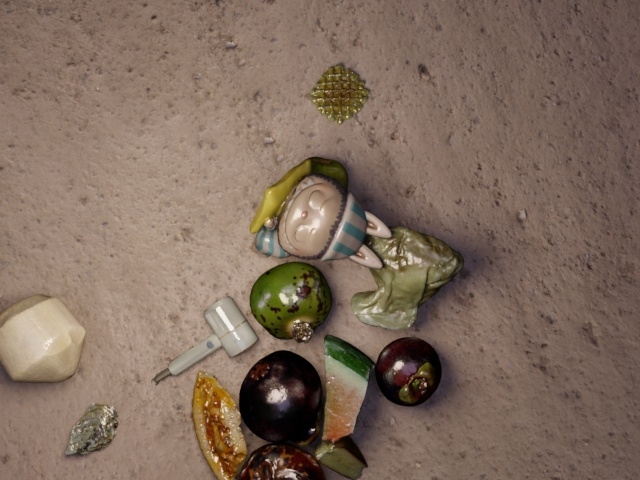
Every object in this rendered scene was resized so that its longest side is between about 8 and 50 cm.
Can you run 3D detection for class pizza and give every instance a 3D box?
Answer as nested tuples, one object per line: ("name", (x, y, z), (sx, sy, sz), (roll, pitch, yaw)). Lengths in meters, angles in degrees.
("pizza", (-0.308, 0.573, 1.829), (0.182, 0.074, 0.365), (-13, 87, 38))

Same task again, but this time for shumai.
("shumai", (0.254, 0.135, 1.830), (0.330, 0.292, 0.288), (9, 69, 31))

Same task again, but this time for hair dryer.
("hair dryer", (-0.385, 0.336, 1.871), (0.357, 0.107, 0.173), (-34, 87, -1))

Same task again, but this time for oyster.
("oyster", (-0.691, 0.582, 1.835), (0.125, 0.064, 0.177), (21, 83, 0))

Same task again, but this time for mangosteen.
("mangosteen", (0.280, 0.403, 1.863), (0.216, 0.216, 0.216), (0, 86, -5))
("mangosteen", (-0.099, 0.488, 1.804), (0.275, 0.275, 0.302), (-42, 113, -7))

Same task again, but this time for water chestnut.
("water chestnut", (-0.117, 0.753, 1.772), (0.300, 0.300, 0.299), (0, 86, -5))

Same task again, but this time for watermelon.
("watermelon", (0.089, 0.437, 1.837), (0.151, 0.264, 0.301), (0, 93, 7))

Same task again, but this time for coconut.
("coconut", (-0.814, 0.298, 1.758), (0.237, 0.237, 0.265), (-35, 84, -7))

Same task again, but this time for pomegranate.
("pomegranate", (-0.083, 0.190, 1.817), (0.254, 0.254, 0.270), (-22, 44, -7))

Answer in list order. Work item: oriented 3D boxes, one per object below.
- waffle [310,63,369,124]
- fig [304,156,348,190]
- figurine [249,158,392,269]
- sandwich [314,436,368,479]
("waffle", (0.063, -0.482, 1.993), (0.169, 0.036, 0.183), (40, 84, -3))
("fig", (0.003, -0.153, 1.903), (0.167, 0.167, 0.233), (6, 79, -5))
("figurine", (0.000, 0.000, 1.756), (0.378, 0.361, 0.266), (38, 58, 7))
("sandwich", (0.060, 0.657, 1.859), (0.094, 0.258, 0.096), (-34, 48, 3))
